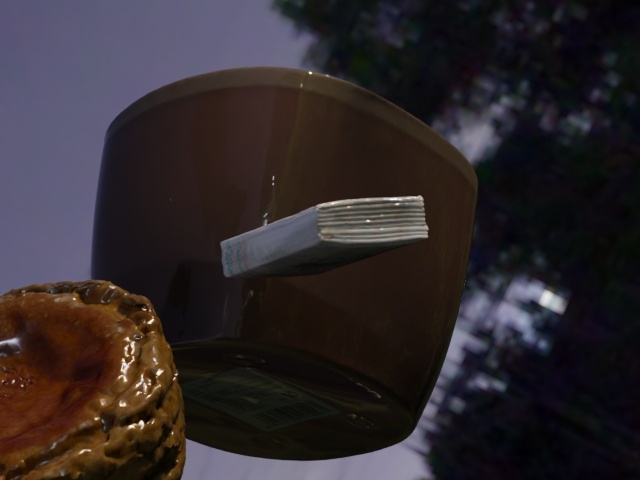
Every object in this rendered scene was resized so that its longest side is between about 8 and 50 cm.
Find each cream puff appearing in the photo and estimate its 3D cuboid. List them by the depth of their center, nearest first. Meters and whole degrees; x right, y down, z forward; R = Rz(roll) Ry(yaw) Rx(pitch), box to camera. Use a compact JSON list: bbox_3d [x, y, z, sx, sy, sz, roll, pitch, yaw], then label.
[{"bbox_3d":[-0.145,0.134,1.006,0.183,0.183,0.169,-54,-40,-40],"label":"cream puff"}]

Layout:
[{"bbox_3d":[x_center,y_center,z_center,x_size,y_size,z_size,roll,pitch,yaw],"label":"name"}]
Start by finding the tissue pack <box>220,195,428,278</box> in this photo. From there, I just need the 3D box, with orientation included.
[{"bbox_3d":[0.000,0.000,0.832,0.108,0.056,0.023,-21,74,63],"label":"tissue pack"}]

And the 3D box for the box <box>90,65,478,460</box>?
[{"bbox_3d":[-0.033,0.033,1.412,0.301,0.301,0.216,91,-176,-65],"label":"box"}]
